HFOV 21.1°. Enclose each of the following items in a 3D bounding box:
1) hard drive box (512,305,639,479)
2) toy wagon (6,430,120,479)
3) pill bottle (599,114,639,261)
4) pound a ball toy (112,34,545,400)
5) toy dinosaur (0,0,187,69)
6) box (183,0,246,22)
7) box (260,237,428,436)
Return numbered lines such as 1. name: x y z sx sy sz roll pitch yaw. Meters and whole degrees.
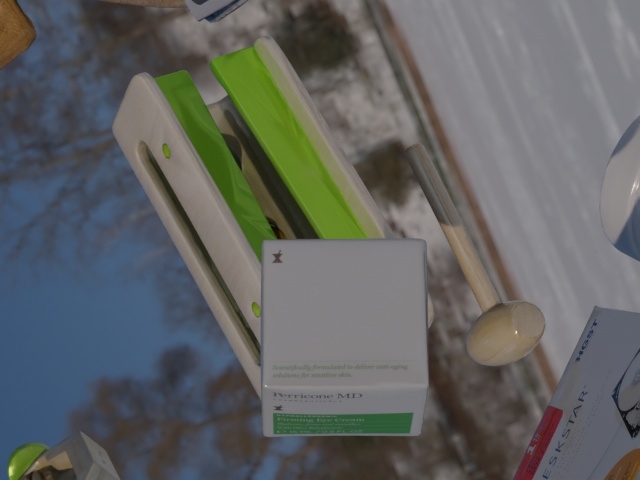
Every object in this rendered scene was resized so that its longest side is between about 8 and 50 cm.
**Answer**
1. hard drive box: 0.237 0.151 1.255 0.089 0.181 0.232 26 176 -9
2. toy wagon: -0.338 0.349 1.754 0.068 0.344 0.267 40 178 -19
3. pill bottle: 0.451 -0.001 1.613 0.363 0.210 0.210 30 156 44
4. pound a ball toy: 0.000 0.000 1.344 0.319 0.208 0.135 59 150 17
5. toy dinosaur: -0.098 -0.101 0.587 0.212 0.112 0.064 27 177 8
6. box: 0.035 -0.217 0.505 0.169 0.290 0.087 54 165 -10
7. box: 0.014 0.060 1.046 0.087 0.101 0.102 92 178 -62
